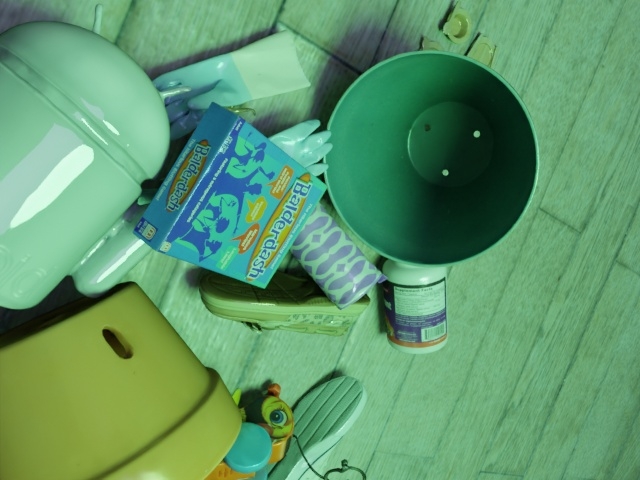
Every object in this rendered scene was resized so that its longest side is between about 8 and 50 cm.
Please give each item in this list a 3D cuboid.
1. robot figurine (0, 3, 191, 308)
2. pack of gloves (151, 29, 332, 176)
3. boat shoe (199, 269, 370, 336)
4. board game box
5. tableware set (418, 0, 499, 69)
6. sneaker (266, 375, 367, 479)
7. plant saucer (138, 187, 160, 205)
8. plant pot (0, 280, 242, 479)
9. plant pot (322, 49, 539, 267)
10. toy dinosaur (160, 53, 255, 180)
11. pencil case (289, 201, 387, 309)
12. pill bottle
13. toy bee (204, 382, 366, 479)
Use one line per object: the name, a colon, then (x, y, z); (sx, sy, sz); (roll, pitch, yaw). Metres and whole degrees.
robot figurine: (-0.295, -0.073, 0.578); (0.300, 0.200, 0.353); (44, 78, -25)
pack of gloves: (-0.089, -0.146, 0.723); (0.232, 0.046, 0.195); (-30, 101, -25)
boat shoe: (-0.050, 0.103, 0.842); (0.285, 0.104, 0.089); (9, 115, -35)
board game box: (-0.091, -0.039, 0.662); (0.160, 0.047, 0.210); (-59, 151, 1)
tableware set: (0.234, -0.303, 0.958); (0.168, 0.020, 0.141); (31, 86, -35)
sneaker: (-0.016, 0.337, 0.951); (0.258, 0.094, 0.091); (-45, 140, -9)
plant saucer: (-0.180, -0.041, 0.772); (0.192, 0.018, 0.067); (-7, 107, -32)
plant pot: (-0.261, 0.178, 0.641); (0.291, 0.291, 0.203); (-27, 100, -24)
plant pot: (0.173, -0.129, 0.844); (0.195, 0.290, 0.290); (-37, 128, -61)
toy dinosaur: (-0.145, -0.147, 0.754); (0.092, 0.053, 0.183); (22, 83, -20)
pencil case: (0.000, 0.000, 0.813); (0.088, 0.086, 0.206); (-37, 91, -40)
pill bottle: (0.160, 0.083, 0.967); (0.108, 0.108, 0.194); (-16, 111, -28)
toy bee: (-0.106, 0.297, 0.856); (0.298, 0.162, 0.195); (21, 123, -22)
